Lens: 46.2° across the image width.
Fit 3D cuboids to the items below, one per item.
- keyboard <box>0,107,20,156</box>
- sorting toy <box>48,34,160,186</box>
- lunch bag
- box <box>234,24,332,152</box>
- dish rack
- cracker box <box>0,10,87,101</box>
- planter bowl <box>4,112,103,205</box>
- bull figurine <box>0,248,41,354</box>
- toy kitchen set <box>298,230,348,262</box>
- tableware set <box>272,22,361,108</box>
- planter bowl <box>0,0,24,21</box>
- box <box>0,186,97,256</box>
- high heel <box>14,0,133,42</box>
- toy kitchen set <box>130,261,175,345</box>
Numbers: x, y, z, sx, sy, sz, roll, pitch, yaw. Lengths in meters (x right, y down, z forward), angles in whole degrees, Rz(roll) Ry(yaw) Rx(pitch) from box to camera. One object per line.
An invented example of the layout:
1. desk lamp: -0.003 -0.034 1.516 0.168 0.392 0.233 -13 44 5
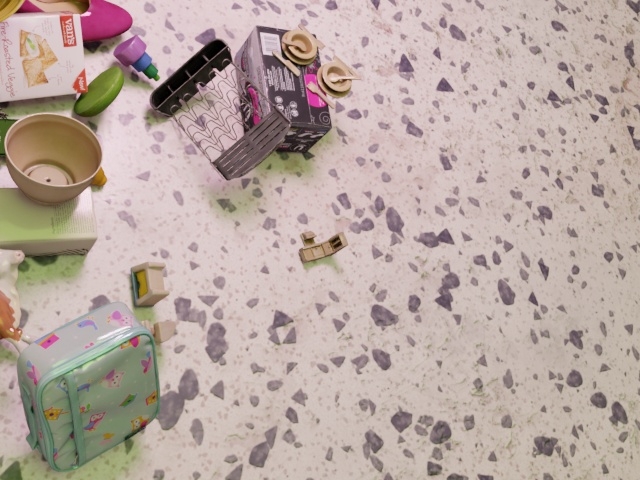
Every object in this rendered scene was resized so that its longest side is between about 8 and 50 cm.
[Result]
1. keyboard: -0.630 -0.205 1.431 0.192 0.038 0.100 -1 82 -22
2. sorting toy: -0.428 -0.251 1.532 0.126 0.127 0.366 45 55 -35
3. lunch bag: -0.385 0.255 1.253 0.224 0.279 0.108 -29 52 -35
4. box: -0.092 -0.341 1.718 0.163 0.142 0.247 0 70 -28
5. dish rack: -0.204 -0.268 1.579 0.208 0.074 0.271 -42 71 1
6. cracker box: -0.578 -0.355 1.445 0.232 0.067 0.156 -16 118 -33
7. planter bowl: -0.478 -0.129 1.329 0.162 0.109 0.162 15 51 -19
8. bull figurine: -0.584 0.161 1.265 0.188 0.101 0.310 40 66 -5
9. toy kitchen set: 0.000 0.000 1.679 0.083 0.075 0.068 -15 78 -37
10. tableware set: -0.003 -0.401 1.680 0.194 0.039 0.128 41 57 -9
11. planter bowl: -0.619 -0.467 1.332 0.217 0.090 0.217 1 86 -12
12. box: -0.557 -0.031 1.365 0.275 0.094 0.113 -2 72 -30
13. high heel: -0.549 -0.503 1.485 0.377 0.181 0.127 -4 53 -30
14. toy kitchen set: -0.397 0.126 1.406 0.207 0.122 0.166 6 67 -49
